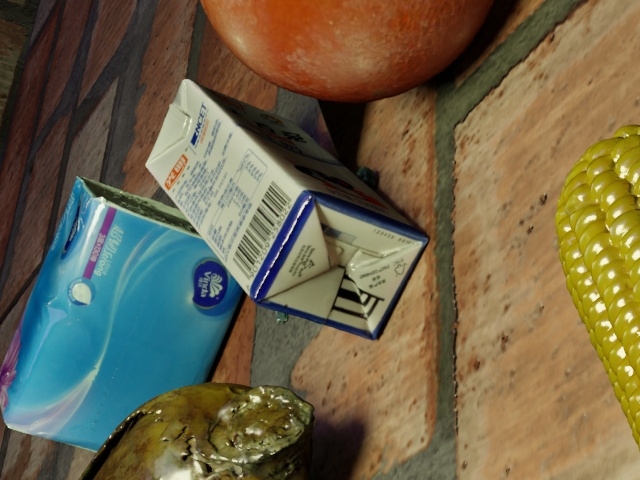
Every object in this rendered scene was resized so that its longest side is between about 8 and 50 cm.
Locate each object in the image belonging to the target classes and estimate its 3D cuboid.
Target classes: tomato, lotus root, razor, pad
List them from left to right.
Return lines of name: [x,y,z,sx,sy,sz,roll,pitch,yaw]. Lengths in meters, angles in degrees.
lotus root: [-0.116,0.250,1.143,0.397,0.179,0.196,-55,43,42]
pad: [-0.010,-0.159,1.322,0.003,0.143,0.211,-20,35,2]
razor: [-0.005,-0.002,1.271,0.190,0.033,0.066,-51,29,38]
tomato: [0.026,-0.238,1.115,0.265,0.264,0.265,-49,30,42]

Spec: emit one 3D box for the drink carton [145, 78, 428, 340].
drink carton: [-0.043,-0.036,1.200,0.107,0.130,0.315,-62,33,11]

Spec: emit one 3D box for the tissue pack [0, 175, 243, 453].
tissue pack: [-0.212,0.090,1.455,0.263,0.198,0.146,-67,21,6]

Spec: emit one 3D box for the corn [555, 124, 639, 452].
corn: [0.199,0.072,0.604,0.131,0.131,0.344,-56,26,31]
